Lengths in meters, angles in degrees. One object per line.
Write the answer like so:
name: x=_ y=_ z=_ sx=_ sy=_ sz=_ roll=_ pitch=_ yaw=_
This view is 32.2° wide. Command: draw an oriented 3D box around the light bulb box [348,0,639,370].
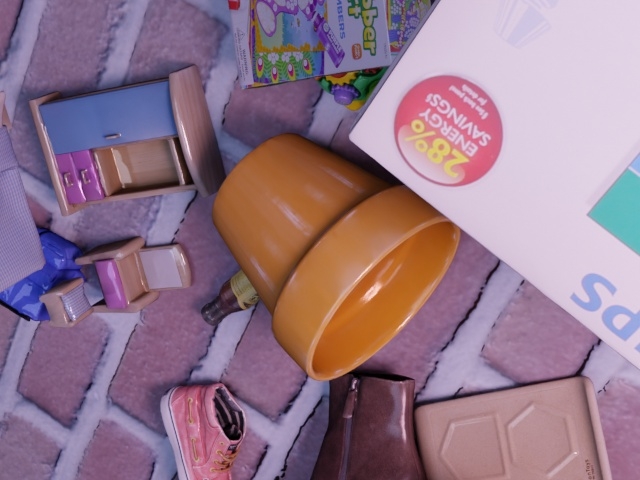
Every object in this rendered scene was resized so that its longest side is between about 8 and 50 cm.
light bulb box: x=0.272 y=-0.096 z=0.819 sx=0.358 sy=0.361 sz=0.225 roll=39 pitch=120 yaw=6

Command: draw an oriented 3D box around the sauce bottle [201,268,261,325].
sauce bottle: x=-0.082 y=0.053 z=1.223 sx=0.128 sy=0.042 sz=0.042 roll=-38 pitch=91 yaw=33

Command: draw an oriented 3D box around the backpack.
backpack: x=-0.346 y=0.030 z=1.306 sx=0.120 sy=0.098 sz=0.101 roll=27 pitch=89 yaw=13

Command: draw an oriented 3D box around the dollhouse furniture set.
dollhouse furniture set: x=-0.253 y=-0.021 z=1.121 sx=0.198 sy=0.303 sz=0.286 roll=-6 pitch=106 yaw=27

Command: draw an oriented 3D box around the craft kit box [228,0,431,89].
craft kit box: x=-0.007 y=-0.266 z=0.973 sx=0.247 sy=0.061 sz=0.250 roll=1 pitch=102 yaw=54

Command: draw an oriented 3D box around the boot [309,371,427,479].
boot: x=0.025 y=0.247 z=1.232 sx=0.248 sy=0.090 sz=0.207 roll=-7 pitch=85 yaw=49

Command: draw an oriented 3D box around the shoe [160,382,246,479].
shoe: x=-0.123 y=0.252 z=1.302 sx=0.081 sy=0.063 sz=0.178 roll=-13 pitch=99 yaw=33

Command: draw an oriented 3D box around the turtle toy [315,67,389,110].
turtle toy: x=0.038 y=-0.165 z=1.070 sx=0.130 sy=0.066 sz=0.095 roll=43 pitch=120 yaw=5

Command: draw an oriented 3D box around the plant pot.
plant pot: x=0.000 y=0.000 z=1.087 sx=0.188 sy=0.205 sz=0.205 roll=43 pitch=122 yaw=22

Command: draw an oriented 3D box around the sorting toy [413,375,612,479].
sorting toy: x=0.201 y=0.250 z=1.135 sx=0.208 sy=0.038 sz=0.193 roll=-16 pitch=74 yaw=30
